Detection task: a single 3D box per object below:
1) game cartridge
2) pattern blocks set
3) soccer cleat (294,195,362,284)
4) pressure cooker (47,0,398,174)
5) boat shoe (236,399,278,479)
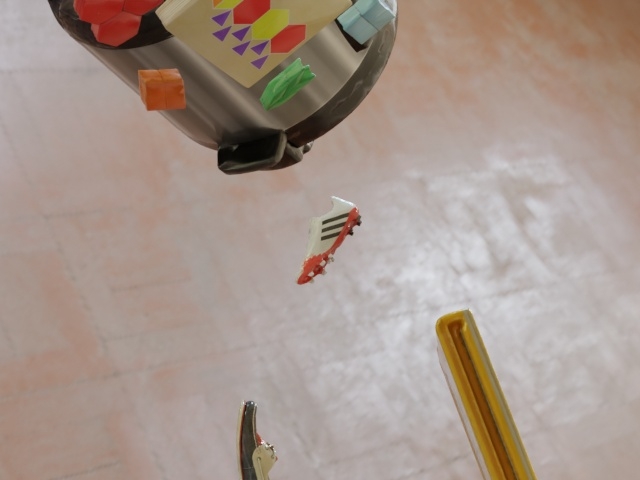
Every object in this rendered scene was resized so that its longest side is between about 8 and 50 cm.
[{"bbox_3d":[0.204,0.245,1.649,0.324,0.052,0.285,75,-4,-75],"label":"game cartridge"},{"bbox_3d":[-0.059,-0.219,1.271,0.026,0.285,0.325,58,5,25],"label":"pattern blocks set"},{"bbox_3d":[0.000,0.000,1.128,0.035,0.029,0.083,33,74,15],"label":"soccer cleat"},{"bbox_3d":[-0.106,-0.316,1.766,0.375,0.370,0.420,41,-1,39],"label":"pressure cooker"},{"bbox_3d":[-0.065,0.231,1.427,0.049,0.043,0.137,-59,147,-83],"label":"boat shoe"}]
